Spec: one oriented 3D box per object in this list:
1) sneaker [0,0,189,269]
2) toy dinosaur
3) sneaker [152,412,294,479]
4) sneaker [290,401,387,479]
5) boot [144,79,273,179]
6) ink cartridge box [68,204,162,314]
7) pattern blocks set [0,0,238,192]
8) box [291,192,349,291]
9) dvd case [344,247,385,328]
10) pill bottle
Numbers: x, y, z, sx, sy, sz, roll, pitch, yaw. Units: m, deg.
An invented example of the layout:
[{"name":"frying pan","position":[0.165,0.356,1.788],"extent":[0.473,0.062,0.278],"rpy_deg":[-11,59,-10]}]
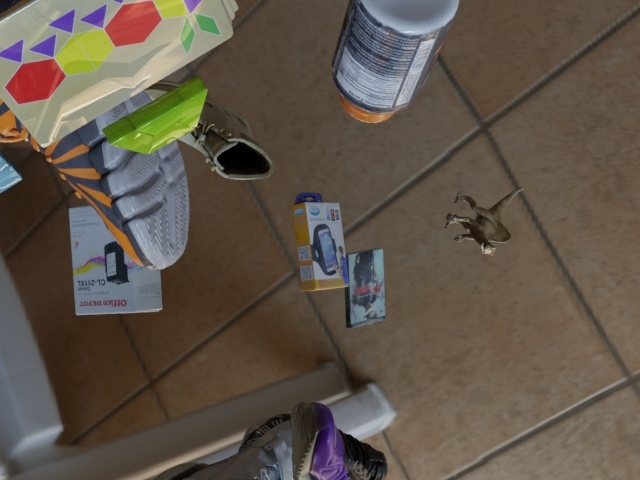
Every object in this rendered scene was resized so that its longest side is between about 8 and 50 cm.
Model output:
[{"name":"sneaker","position":[-0.264,-0.106,1.077],"extent":[0.180,0.124,0.321],"rpy_deg":[-16,103,25]},{"name":"toy dinosaur","position":[0.228,-0.027,1.473],"extent":[0.092,0.183,0.053],"rpy_deg":[22,126,9]},{"name":"sneaker","position":[-0.098,0.413,1.745],"extent":[0.210,0.366,0.137],"rpy_deg":[15,120,58]},{"name":"sneaker","position":[0.031,0.334,1.608],"extent":[0.293,0.146,0.102],"rpy_deg":[92,171,-50]},{"name":"boot","position":[-0.181,-0.163,1.562],"extent":[0.077,0.213,0.165],"rpy_deg":[-62,32,18]},{"name":"ink cartridge box","position":[-0.325,0.030,1.658],"extent":[0.127,0.072,0.175],"rpy_deg":[-5,88,30]},{"name":"pattern blocks set","position":[-0.146,-0.150,0.731],"extent":[0.325,0.285,0.026],"rpy_deg":[-29,64,-12]},{"name":"box","position":[0.000,0.000,1.439],"extent":[0.028,0.081,0.136],"rpy_deg":[-8,87,36]},{"name":"dvd case","position":[0.071,0.075,1.673],"extent":[0.013,0.087,0.119],"rpy_deg":[6,100,43]},{"name":"pill bottle","position":[0.086,-0.251,1.354],"extent":[0.130,0.130,0.245],"rpy_deg":[58,159,17]}]
